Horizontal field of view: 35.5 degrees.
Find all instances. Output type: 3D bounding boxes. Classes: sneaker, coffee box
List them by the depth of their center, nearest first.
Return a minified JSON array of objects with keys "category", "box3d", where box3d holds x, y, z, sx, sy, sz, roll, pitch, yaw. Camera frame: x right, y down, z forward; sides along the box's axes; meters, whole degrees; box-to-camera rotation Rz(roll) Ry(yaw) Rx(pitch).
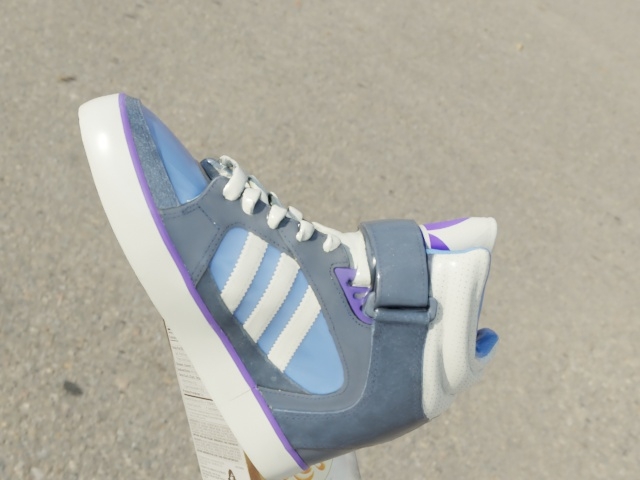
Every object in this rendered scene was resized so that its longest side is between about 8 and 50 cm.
[{"category":"sneaker","box3d":[0.000,0.000,0.719,0.322,0.236,0.130,63,0,-16]},{"category":"coffee box","box3d":[-0.060,0.164,1.054,0.141,0.246,0.098,-19,12,-39]}]
